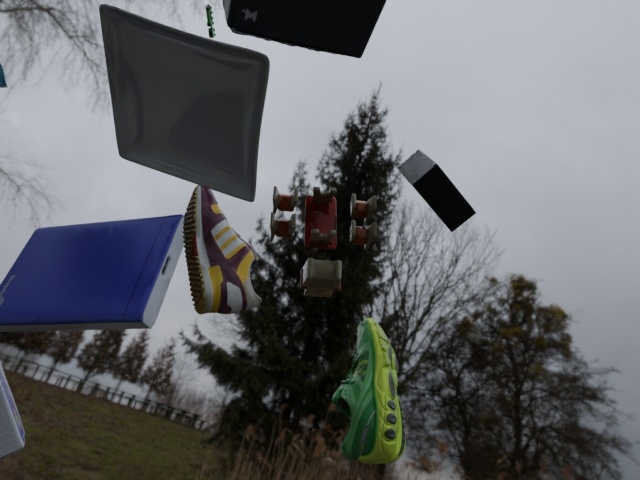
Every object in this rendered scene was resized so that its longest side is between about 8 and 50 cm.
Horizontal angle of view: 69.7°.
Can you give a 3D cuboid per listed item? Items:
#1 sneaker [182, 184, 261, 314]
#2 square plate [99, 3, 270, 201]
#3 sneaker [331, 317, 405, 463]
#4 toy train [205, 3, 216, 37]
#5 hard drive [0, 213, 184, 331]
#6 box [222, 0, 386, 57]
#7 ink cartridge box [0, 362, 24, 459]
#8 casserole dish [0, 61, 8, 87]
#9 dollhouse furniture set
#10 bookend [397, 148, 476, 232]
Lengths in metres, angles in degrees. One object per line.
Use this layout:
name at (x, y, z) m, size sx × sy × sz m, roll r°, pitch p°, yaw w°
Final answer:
sneaker at (-0.127, 0.010, 0.594) m, size 0.083 × 0.186 × 0.069 m, roll 4°, pitch -33°, yaw -29°
square plate at (-0.277, -0.273, 0.964) m, size 0.343 × 0.049 × 0.347 m, roll 19°, pitch -47°, yaw 5°
sneaker at (0.078, 0.256, 0.836) m, size 0.123 × 0.296 × 0.110 m, roll -19°, pitch -59°, yaw 17°
toy train at (-0.296, -0.587, 1.233) m, size 0.017 × 0.024 × 0.083 m, roll 4°, pitch -55°, yaw 9°
hard drive at (-0.402, 0.055, 0.795) m, size 0.318 × 0.210 × 0.040 m, roll -4°, pitch -39°, yaw 16°
box at (-0.015, -0.701, 0.851) m, size 0.297 × 0.472 × 0.480 m, roll 4°, pitch -39°, yaw -22°
ink cartridge box at (-0.689, 0.280, 0.946) m, size 0.303 × 0.072 × 0.308 m, roll -26°, pitch -94°, yaw 56°
casserole dish at (-0.504, -0.244, 0.626) m, size 0.188 × 0.037 × 0.114 m, roll 18°, pitch 7°, yaw 40°
dollhouse furniture set at (0.000, 0.000, 1.170) m, size 0.261 × 0.259 × 0.135 m, roll 5°, pitch -24°, yaw -7°
bookend at (0.272, -0.122, 1.096) m, size 0.072 × 0.156 × 0.157 m, roll -40°, pitch -70°, yaw 12°
